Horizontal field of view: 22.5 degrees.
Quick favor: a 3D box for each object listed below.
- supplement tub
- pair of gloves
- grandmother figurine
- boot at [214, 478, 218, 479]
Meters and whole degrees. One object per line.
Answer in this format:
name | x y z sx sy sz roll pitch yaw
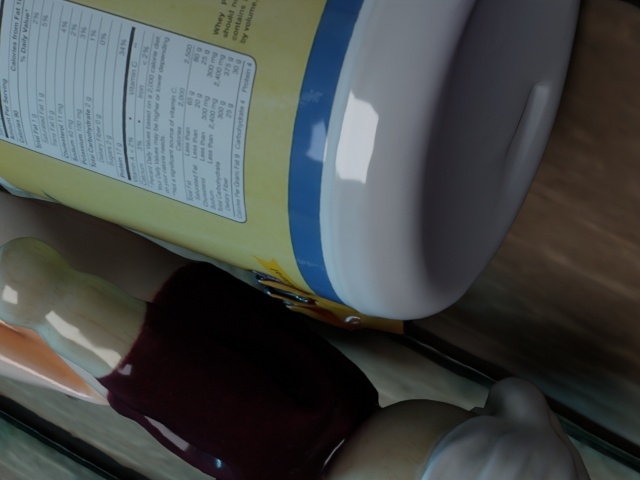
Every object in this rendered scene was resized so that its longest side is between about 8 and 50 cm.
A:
supplement tub | -0.034 -0.070 0.503 0.199 0.144 0.144 19 132 22
pair of gloves | 0.000 0.000 0.632 0.074 0.010 0.083 11 127 31
grandmother figurine | -0.056 0.040 0.587 0.342 0.208 0.104 27 102 15
boot | -0.065 0.182 0.771 0.219 0.082 0.106 -24 105 42
